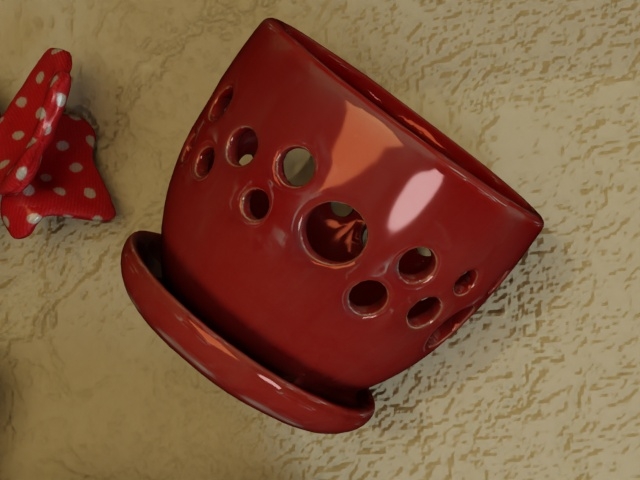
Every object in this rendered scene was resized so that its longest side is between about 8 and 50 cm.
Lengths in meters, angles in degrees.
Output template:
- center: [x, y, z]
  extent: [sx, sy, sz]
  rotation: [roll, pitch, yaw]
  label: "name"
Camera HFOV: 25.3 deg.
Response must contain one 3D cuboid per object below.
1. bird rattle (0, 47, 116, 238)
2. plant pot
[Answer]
- center: [-0.265, -0.046, 0.901]
  extent: [0.253, 0.143, 0.207]
  rotation: [-46, 57, 2]
  label: "bird rattle"
- center: [0.000, 0.000, 0.786]
  extent: [0.191, 0.191, 0.174]
  rotation: [37, 98, 17]
  label: "plant pot"
